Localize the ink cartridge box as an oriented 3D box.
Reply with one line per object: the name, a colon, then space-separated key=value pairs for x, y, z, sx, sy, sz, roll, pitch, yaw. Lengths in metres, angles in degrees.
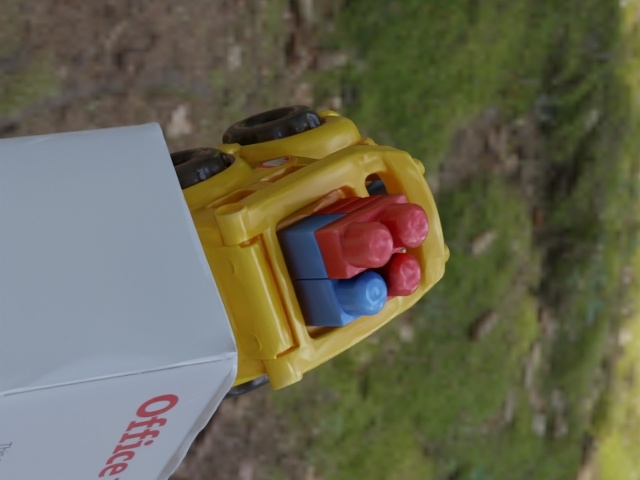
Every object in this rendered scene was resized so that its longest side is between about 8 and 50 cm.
ink cartridge box: x=-0.221 y=0.068 z=0.792 sx=0.307 sy=0.223 sz=0.129 roll=-7 pitch=64 yaw=-26

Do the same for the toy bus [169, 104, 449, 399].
toy bus: x=0.000 y=0.000 z=1.096 sx=0.220 sy=0.211 sz=0.149 roll=-29 pitch=105 yaw=-41
